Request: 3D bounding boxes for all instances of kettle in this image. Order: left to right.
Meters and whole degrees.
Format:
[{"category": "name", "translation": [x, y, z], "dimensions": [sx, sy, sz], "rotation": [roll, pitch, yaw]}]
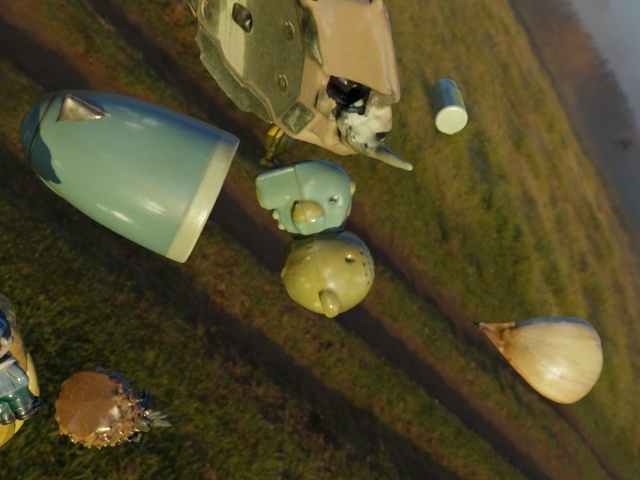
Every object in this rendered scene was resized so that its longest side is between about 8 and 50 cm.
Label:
[{"category": "kettle", "translation": [-0.358, -0.120, 1.218], "dimensions": [0.342, 0.319, 0.247], "rotation": [23, 55, -11]}]

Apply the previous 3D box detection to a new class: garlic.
[{"category": "garlic", "translation": [0.339, 0.159, 0.989], "dimensions": [0.207, 0.115, 0.128], "rotation": [26, 34, -36]}]

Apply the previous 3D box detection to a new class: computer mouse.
[{"category": "computer mouse", "translation": [-0.013, -0.203, 0.649], "dimensions": [0.115, 0.199, 0.389], "rotation": [-25, 56, -26]}]

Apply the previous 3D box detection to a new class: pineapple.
[{"category": "pineapple", "translation": [-0.425, 0.364, 1.426], "dimensions": [0.364, 0.166, 0.165], "rotation": [89, -19, -68]}]

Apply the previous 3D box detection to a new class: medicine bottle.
[{"category": "medicine bottle", "translation": [0.186, -0.197, 1.003], "dimensions": [0.047, 0.047, 0.083], "rotation": [43, 31, -34]}]

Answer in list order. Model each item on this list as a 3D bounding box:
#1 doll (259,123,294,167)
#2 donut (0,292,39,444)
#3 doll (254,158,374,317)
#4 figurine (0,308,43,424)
[{"category": "doll", "translation": [-0.052, -0.221, 1.208], "dimensions": [0.096, 0.188, 0.145], "rotation": [21, 35, 5]}, {"category": "donut", "translation": [-0.665, 0.219, 1.181], "dimensions": [0.360, 0.360, 0.170], "rotation": [58, 12, -4]}, {"category": "doll", "translation": [0.000, 0.000, 1.171], "dimensions": [0.177, 0.162, 0.260], "rotation": [14, 63, -80]}, {"category": "figurine", "translation": [-0.375, 0.137, 0.773], "dimensions": [0.087, 0.086, 0.149], "rotation": [-56, 129, -70]}]
